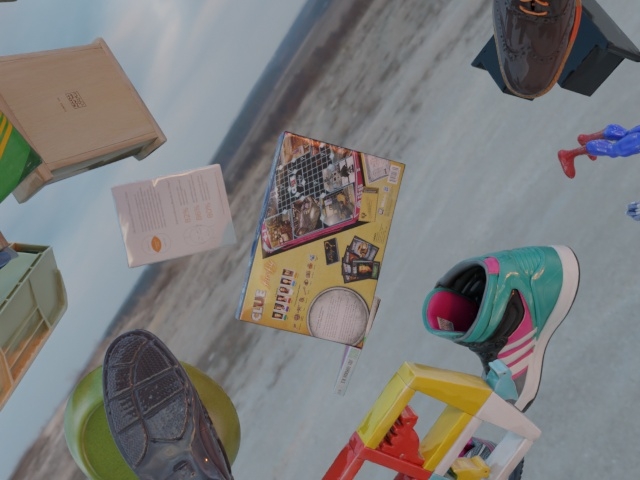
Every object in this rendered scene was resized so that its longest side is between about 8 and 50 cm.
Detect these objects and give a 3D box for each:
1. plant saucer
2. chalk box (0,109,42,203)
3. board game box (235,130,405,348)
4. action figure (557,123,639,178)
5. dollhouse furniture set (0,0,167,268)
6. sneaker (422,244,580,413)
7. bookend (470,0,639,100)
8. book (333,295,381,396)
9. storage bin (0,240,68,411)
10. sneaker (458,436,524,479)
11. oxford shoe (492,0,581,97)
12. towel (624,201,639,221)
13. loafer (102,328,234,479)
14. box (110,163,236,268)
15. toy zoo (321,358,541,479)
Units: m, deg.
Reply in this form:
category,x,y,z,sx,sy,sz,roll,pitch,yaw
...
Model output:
category,x,y,z,sx,sy,sz,roll,pitch,yaw
plant saucer,-0.229,0.267,1.121,0.241,0.241,0.037,-55,12,19
chalk box,-0.378,-0.031,0.556,0.179,0.180,0.289,18,61,37
board game box,0.000,0.000,1.064,0.042,0.165,0.243,178,106,-78
action figure,0.482,-0.117,1.178,0.091,0.139,0.280,-38,8,-25
dollhouse furniture set,-0.382,-0.112,0.910,0.303,0.286,0.198,-31,2,29
sneaker,0.219,0.133,1.133,0.124,0.178,0.296,-111,29,-57
bookend,0.293,-0.227,1.050,0.156,0.072,0.157,-53,46,35
book,0.055,0.168,1.345,0.096,0.035,0.144,-69,-2,-55
storage bin,-0.543,0.111,1.200,0.260,0.262,0.123,-72,-17,-53
sneaker,0.273,0.440,1.430,0.121,0.112,0.299,-67,-8,16
oxford shoe,0.217,-0.268,0.859,0.098,0.097,0.271,-50,-36,-51
towel,0.679,-0.032,1.375,0.285,0.209,0.034,2,81,47
loafer,-0.168,0.250,0.991,0.109,0.302,0.095,-28,-13,-3
box,-0.230,-0.040,1.305,0.091,0.170,0.130,-162,60,-77
toy zoo,0.107,0.245,0.880,0.293,0.192,0.030,-57,29,11
